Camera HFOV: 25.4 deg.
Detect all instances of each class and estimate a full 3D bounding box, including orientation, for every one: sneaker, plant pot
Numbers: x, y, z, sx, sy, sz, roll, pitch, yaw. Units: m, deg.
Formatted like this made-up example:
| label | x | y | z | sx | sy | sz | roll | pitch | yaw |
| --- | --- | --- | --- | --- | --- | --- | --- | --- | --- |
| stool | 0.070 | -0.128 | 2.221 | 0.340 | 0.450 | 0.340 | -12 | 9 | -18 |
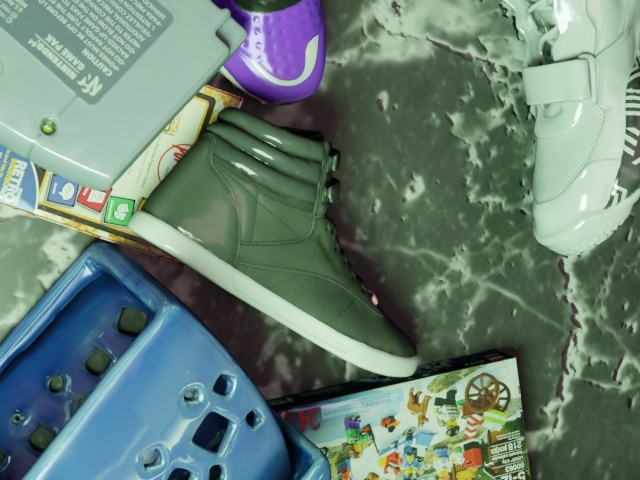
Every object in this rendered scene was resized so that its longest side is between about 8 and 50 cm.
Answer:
| label | x | y | z | sx | sy | sz | roll | pitch | yaw |
| --- | --- | --- | --- | --- | --- | --- | --- | --- | --- |
| sneaker | 0.000 | 0.000 | 1.143 | 0.295 | 0.104 | 0.147 | 33 | 86 | -32 |
| sneaker | -0.056 | -0.246 | 1.098 | 0.102 | 0.146 | 0.293 | -19 | 100 | -15 |
| plant pot | -0.143 | 0.168 | 1.072 | 0.212 | 0.236 | 0.236 | 43 | 82 | -24 |
| sneaker | 0.192 | -0.183 | 1.195 | 0.210 | 0.137 | 0.366 | 18 | 84 | -18 |

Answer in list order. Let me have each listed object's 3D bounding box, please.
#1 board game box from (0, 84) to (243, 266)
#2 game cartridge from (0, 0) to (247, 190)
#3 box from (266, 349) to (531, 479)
| label | x | y | z | sx | sy | sz | roll | pitch | yaw |
| --- | --- | --- | --- | --- | --- | --- | --- | --- | --- |
| board game box | -0.177 | -0.078 | 1.128 | 0.193 | 0.045 | 0.147 | 20 | 89 | -19 |
| game cartridge | -0.224 | -0.184 | 1.056 | 0.294 | 0.060 | 0.196 | 42 | 67 | -5 |
| box | 0.068 | 0.197 | 1.235 | 0.233 | 0.044 | 0.159 | -11 | 98 | -17 |
